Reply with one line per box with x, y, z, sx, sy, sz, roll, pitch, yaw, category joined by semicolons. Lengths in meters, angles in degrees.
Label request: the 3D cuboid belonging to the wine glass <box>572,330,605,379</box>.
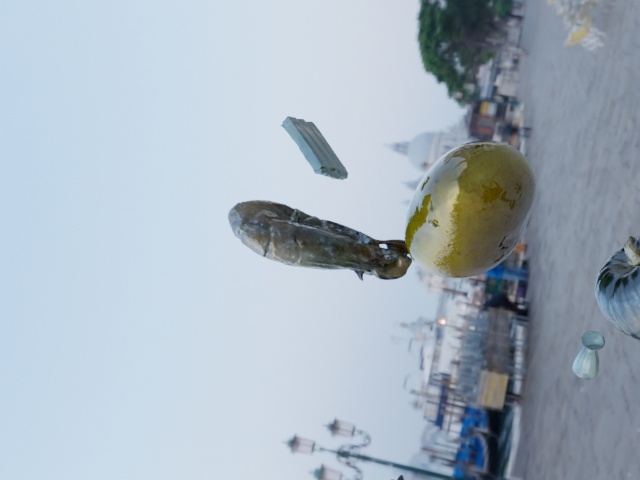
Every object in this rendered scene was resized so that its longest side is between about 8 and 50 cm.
0.751;0.318;2.248;0.155;0.073;0.073;81;-159;-48;wine glass

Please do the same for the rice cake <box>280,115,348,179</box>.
-0.013;-0.231;2.037;0.124;0.211;0.038;6;-49;-51;rice cake

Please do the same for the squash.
0.574;0.074;1.364;0.218;0.172;0.218;-50;26;37;squash

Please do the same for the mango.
0.296;-0.067;1.634;0.301;0.220;0.445;-39;-22;4;mango

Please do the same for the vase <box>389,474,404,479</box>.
0.223;0.709;1.975;0.115;0.237;0.115;-28;-25;-14;vase

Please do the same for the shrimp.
0.000;0.000;1.871;0.221;0.446;0.110;-94;23;-61;shrimp
